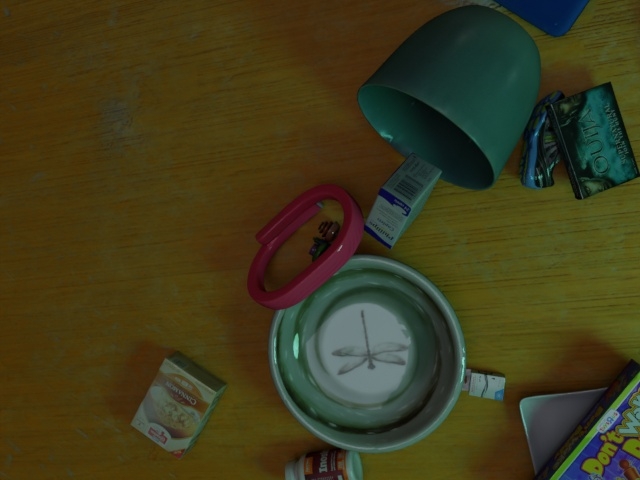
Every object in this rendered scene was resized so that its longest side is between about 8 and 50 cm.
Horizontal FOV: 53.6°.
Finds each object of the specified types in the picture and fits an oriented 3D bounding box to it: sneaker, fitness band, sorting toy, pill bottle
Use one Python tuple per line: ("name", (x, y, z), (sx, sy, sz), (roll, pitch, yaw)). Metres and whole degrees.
("sneaker", (0.432, -0.190, 1.207), (0.078, 0.067, 0.188), (10, 94, -7))
("fitness band", (-0.037, 0.014, 1.281), (0.291, 0.054, 0.209), (-42, 43, 13))
("sorting toy", (0.000, 0.000, 1.328), (0.042, 0.061, 0.102), (31, 78, 12))
("pill bottle", (0.006, 0.489, 1.341), (0.152, 0.086, 0.086), (-15, 89, 15))

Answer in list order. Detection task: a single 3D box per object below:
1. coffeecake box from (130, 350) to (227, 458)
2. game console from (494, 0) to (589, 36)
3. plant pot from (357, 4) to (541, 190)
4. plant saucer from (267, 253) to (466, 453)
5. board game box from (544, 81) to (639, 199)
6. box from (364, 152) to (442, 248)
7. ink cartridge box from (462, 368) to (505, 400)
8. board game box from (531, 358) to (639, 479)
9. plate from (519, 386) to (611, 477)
("coffeecake box", (-0.320, 0.370, 1.430), (0.142, 0.068, 0.185), (31, 101, 10))
("game console", (0.422, -0.578, 1.198), (0.293, 0.173, 0.250), (37, 133, 11))
("plant pot", (0.251, -0.271, 1.137), (0.293, 0.293, 0.235), (35, 84, 10))
("plant saucer", (0.094, 0.223, 1.295), (0.401, 0.100, 0.400), (1, 94, 14))
("board game box", (0.502, -0.183, 1.166), (0.126, 0.026, 0.186), (-22, 95, -7))
("box", (0.155, -0.076, 1.219), (0.072, 0.126, 0.137), (35, 144, 12))
("ink cartridge box", (0.326, 0.289, 1.273), (0.083, 0.028, 0.048), (6, 95, 15))
("board game box", (0.563, 0.426, 1.146), (0.233, 0.078, 0.347), (35, 101, 10))
("plate", (0.547, 0.412, 1.213), (0.278, 0.045, 0.277), (-13, 91, 15))
